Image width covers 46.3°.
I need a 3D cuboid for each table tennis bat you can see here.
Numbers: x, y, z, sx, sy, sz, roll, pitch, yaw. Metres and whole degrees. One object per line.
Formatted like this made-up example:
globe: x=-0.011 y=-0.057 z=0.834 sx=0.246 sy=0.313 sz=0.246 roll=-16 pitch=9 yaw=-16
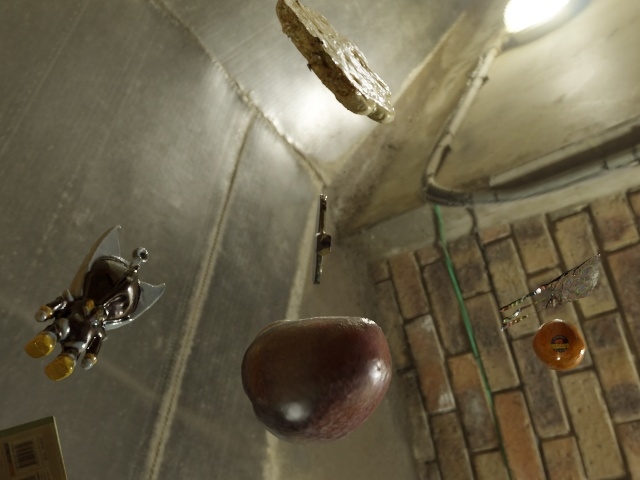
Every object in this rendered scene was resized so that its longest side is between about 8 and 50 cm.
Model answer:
table tennis bat: x=0.000 y=0.000 z=0.759 sx=0.158 sy=0.014 sz=0.095 roll=-129 pitch=-136 yaw=-87

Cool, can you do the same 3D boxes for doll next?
doll: x=-0.378 y=0.109 z=1.286 sx=0.145 sy=0.103 sz=0.316 roll=34 pitch=35 yaw=-5

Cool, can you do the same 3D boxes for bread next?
bread: x=0.031 y=-0.275 z=1.167 sx=0.251 sy=0.039 sz=0.182 roll=56 pitch=25 yaw=20

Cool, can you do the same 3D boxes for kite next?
kite: x=0.533 y=0.127 z=1.743 sx=0.015 sy=0.285 sz=0.152 roll=54 pitch=-19 yaw=41

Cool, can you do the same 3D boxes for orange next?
orange: x=0.377 y=0.166 z=1.181 sx=0.083 sy=0.083 sz=0.083 roll=33 pitch=45 yaw=-42

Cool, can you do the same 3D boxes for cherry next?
cherry: x=-0.001 y=0.160 z=0.861 sx=0.176 sy=0.176 sz=0.140 roll=32 pitch=42 yaw=-43

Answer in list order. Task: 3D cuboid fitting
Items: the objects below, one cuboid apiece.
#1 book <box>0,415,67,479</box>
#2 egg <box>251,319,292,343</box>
book: x=-0.487 y=0.382 z=1.024 sx=0.283 sy=0.025 sz=0.215 roll=-13 pitch=76 yaw=-15
egg: x=-0.092 y=0.229 z=1.603 sx=0.103 sy=0.135 sz=0.103 roll=41 pitch=14 yaw=-13
